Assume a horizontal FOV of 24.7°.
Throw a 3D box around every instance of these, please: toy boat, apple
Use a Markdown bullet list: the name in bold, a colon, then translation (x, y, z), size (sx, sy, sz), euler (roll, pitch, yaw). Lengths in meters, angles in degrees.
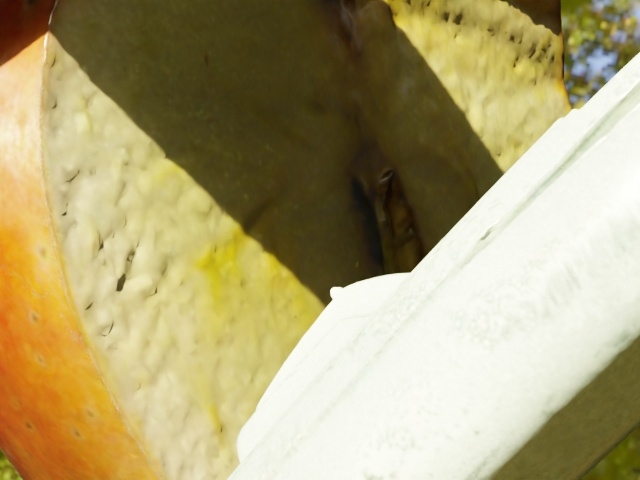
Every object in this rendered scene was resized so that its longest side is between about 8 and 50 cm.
- **toy boat**: translation (0.067, 0.007, 0.401), size (0.078, 0.260, 0.085), euler (36, 13, -41)
- **apple**: translation (0.000, 0.000, 0.660), size (0.295, 0.328, 0.365), euler (-128, -161, -73)
